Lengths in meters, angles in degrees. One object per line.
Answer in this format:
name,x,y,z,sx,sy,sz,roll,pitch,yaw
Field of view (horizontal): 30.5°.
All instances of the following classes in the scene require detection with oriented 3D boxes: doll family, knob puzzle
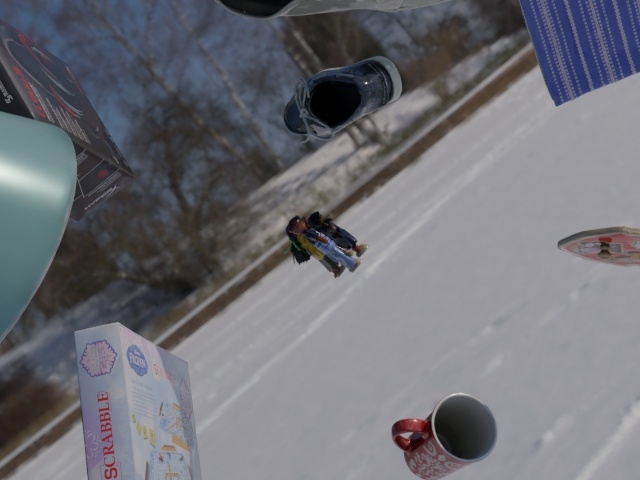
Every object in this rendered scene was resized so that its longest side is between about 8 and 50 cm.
doll family,0.000,0.000,1.657,0.076,0.111,0.193,-53,6,-18
knob puzzle,0.454,0.019,1.764,0.213,0.213,0.029,136,142,-72

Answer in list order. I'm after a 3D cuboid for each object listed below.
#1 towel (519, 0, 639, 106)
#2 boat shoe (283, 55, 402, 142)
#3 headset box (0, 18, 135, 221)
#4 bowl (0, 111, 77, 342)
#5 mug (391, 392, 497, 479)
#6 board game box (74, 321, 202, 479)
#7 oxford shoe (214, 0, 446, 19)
towel,0.498,-0.371,1.871,0.336,0.243,0.040,-21,32,7
boat shoe,0.013,-0.192,1.660,0.079,0.095,0.255,-26,12,-33
headset box,-0.388,-0.167,1.493,0.110,0.218,0.293,-36,-21,7
bowl,-0.399,-0.018,1.144,0.312,0.163,0.311,-29,44,33
mug,0.192,0.321,1.937,0.113,0.150,0.169,-56,-1,-29
board game box,-0.231,0.296,1.573,0.066,0.317,0.318,-11,-17,7
oxford shoe,0.040,-0.366,1.542,0.450,0.169,0.130,-2,32,0
